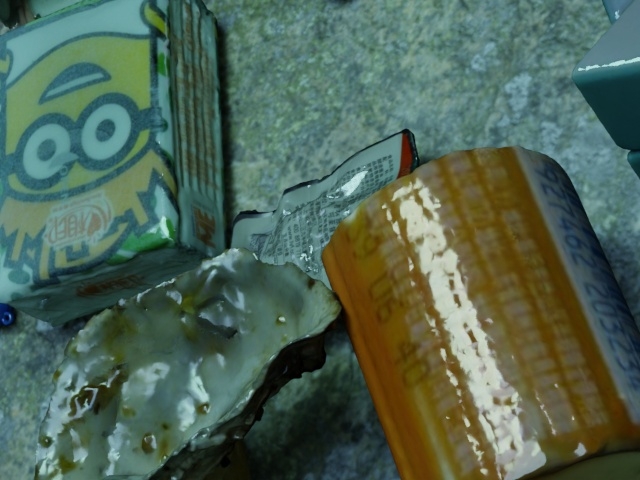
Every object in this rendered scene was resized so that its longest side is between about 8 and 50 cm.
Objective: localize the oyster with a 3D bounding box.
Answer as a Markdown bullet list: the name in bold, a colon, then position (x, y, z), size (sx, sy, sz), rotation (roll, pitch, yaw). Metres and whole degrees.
- **oyster**: position (-0.143, 0.147, 1.497), size (0.396, 0.111, 0.204), rotation (-43, 45, 15)

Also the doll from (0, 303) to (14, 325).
- **doll**: position (-0.375, 0.054, 1.838), size (0.143, 0.057, 0.099), rotation (32, 98, 29)

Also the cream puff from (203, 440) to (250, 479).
- **cream puff**: position (-0.161, 0.215, 1.607), size (0.189, 0.129, 0.189), rotation (-10, 65, 22)

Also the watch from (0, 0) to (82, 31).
- **watch**: position (-0.280, -0.338, 1.828), size (0.253, 0.241, 0.162), rotation (-28, 61, 17)

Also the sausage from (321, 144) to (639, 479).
- **sausage**: position (0.150, 0.101, 1.417), size (0.233, 0.233, 0.287), rotation (-30, 60, 16)

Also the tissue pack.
- **tissue pack**: position (-0.217, -0.091, 1.760), size (0.228, 0.128, 0.311), rotation (-18, 62, 25)

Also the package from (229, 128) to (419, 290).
- **package**: position (0.000, 0.000, 1.626), size (0.232, 0.040, 0.166), rotation (-26, 44, 28)

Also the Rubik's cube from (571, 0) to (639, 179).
- **Rubik's cube**: position (0.384, -0.162, 1.311), size (0.368, 0.358, 0.387), rotation (-47, 37, -9)
